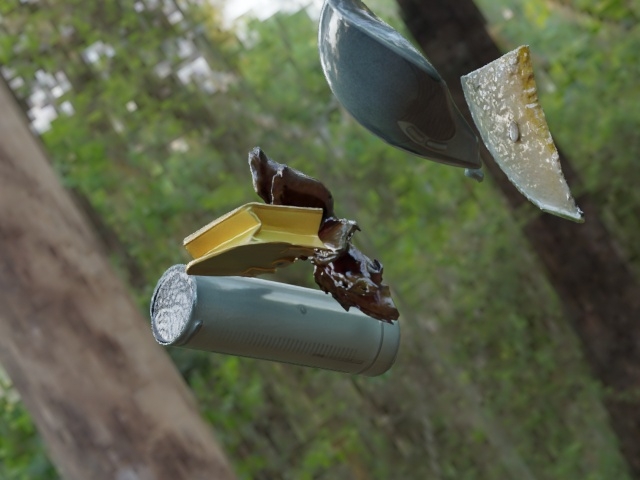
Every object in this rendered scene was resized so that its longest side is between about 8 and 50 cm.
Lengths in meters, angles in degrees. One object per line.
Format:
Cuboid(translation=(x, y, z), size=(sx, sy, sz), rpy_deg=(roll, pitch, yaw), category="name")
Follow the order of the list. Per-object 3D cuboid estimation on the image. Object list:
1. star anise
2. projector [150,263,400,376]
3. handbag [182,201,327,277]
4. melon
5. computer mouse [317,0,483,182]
Cuboid(translation=(0.001, 0.000, 2.239), size=(0.088, 0.288, 0.288), rpy_deg=(-40, -7, -8), category="star anise")
Cuboid(translation=(-0.055, 0.109, 2.383), size=(0.338, 0.108, 0.108), rpy_deg=(12, -36, -36), category="projector")
Cuboid(translation=(-0.042, 0.002, 1.133), size=(0.061, 0.027, 0.083), rpy_deg=(5, -19, -34), category="handbag")
Cuboid(translation=(0.205, -0.096, 1.809), size=(0.054, 0.182, 0.098), rpy_deg=(-18, -1, -32), category="melon")
Cuboid(translation=(0.090, -0.137, 1.959), size=(0.090, 0.167, 0.379), rpy_deg=(-44, -38, 1), category="computer mouse")
